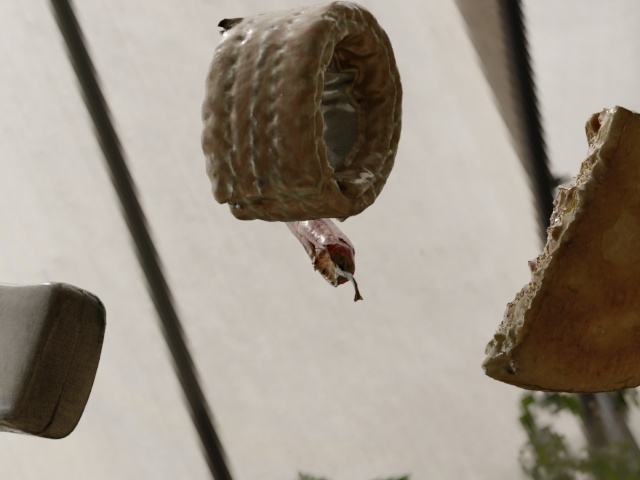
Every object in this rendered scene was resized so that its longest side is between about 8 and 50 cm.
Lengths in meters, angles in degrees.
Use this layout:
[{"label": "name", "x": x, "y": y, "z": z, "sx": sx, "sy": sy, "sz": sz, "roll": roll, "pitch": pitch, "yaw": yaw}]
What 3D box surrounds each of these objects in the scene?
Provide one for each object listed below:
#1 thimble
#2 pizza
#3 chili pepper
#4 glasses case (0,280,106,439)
[{"label": "thimble", "x": -0.018, "y": -0.128, "z": 1.619, "sx": 0.148, "sy": 0.229, "sz": 0.196, "roll": -4, "pitch": -22, "yaw": 32}, {"label": "pizza", "x": 0.292, "y": 0.045, "z": 1.414, "sx": 0.268, "sy": 0.258, "sz": 0.087, "roll": -64, "pitch": 23, "yaw": -5}, {"label": "chili pepper", "x": 0.000, "y": 0.000, "z": 1.806, "sx": 0.050, "sy": 0.059, "sz": 0.268, "roll": -27, "pitch": 28, "yaw": -7}, {"label": "glasses case", "x": -0.307, "y": 0.102, "z": 1.431, "sx": 0.074, "sy": 0.131, "sz": 0.323, "roll": 24, "pitch": -16, "yaw": -36}]
